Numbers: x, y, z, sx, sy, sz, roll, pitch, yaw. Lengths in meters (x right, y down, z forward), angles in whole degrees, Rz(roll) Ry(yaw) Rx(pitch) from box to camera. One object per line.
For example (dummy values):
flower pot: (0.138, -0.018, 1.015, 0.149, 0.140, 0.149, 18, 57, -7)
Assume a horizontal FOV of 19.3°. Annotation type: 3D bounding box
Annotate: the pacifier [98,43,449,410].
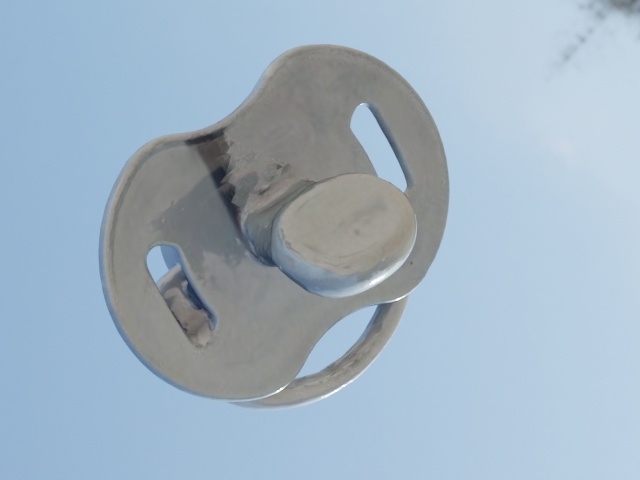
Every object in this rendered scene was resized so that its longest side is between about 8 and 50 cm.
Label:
pacifier: (0.000, 0.000, 1.255, 0.227, 0.279, 0.207, 60, 157, -14)
